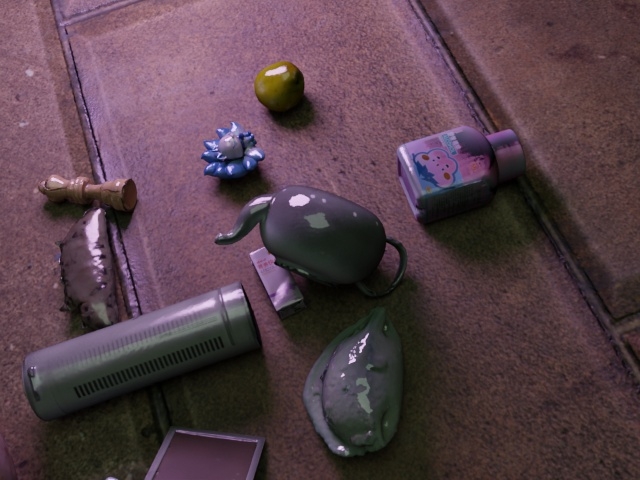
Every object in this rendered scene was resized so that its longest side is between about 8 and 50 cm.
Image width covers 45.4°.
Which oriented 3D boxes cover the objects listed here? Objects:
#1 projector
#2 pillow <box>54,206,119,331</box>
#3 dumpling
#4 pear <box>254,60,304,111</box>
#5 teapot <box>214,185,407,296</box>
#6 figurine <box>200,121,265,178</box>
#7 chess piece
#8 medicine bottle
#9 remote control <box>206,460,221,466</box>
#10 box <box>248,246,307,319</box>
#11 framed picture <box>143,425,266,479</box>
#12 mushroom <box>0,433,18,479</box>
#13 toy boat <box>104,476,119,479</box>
[{"bbox_3d":[-0.258,0.163,1.133,0.337,0.108,0.108,-19,61,-3],"label":"projector"},{"bbox_3d":[-0.381,0.051,1.241,0.093,0.051,0.241,-13,61,-6],"label":"pillow"},{"bbox_3d":[0.044,0.194,1.078,0.149,0.105,0.217,5,63,10],"label":"dumpling"},{"bbox_3d":[-0.069,-0.273,1.359,0.092,0.097,0.092,9,69,-24],"label":"pear"},{"bbox_3d":[0.000,0.000,1.147,0.294,0.193,0.129,24,85,-18],"label":"teapot"},{"bbox_3d":[-0.157,-0.145,1.304,0.114,0.079,0.114,-1,66,1],"label":"figurine"},{"bbox_3d":[-0.405,-0.085,1.317,0.172,0.060,0.060,5,62,11],"label":"chess piece"},{"bbox_3d":[0.227,-0.114,1.231,0.188,0.094,0.119,-17,59,-2],"label":"medicine bottle"},{"bbox_3d":[-0.095,0.386,1.025,0.222,0.042,0.072,39,69,24],"label":"remote control"},{"bbox_3d":[-0.067,0.063,1.204,0.050,0.036,0.117,-26,61,-8],"label":"box"},{"bbox_3d":[-0.159,0.315,1.026,0.142,0.011,0.183,6,23,5],"label":"framed picture"},{"bbox_3d":[-0.543,0.315,1.018,0.297,0.298,0.290,-17,23,-3],"label":"mushroom"},{"bbox_3d":[-0.217,0.407,0.982,0.331,0.145,0.133,17,41,18],"label":"toy boat"}]
